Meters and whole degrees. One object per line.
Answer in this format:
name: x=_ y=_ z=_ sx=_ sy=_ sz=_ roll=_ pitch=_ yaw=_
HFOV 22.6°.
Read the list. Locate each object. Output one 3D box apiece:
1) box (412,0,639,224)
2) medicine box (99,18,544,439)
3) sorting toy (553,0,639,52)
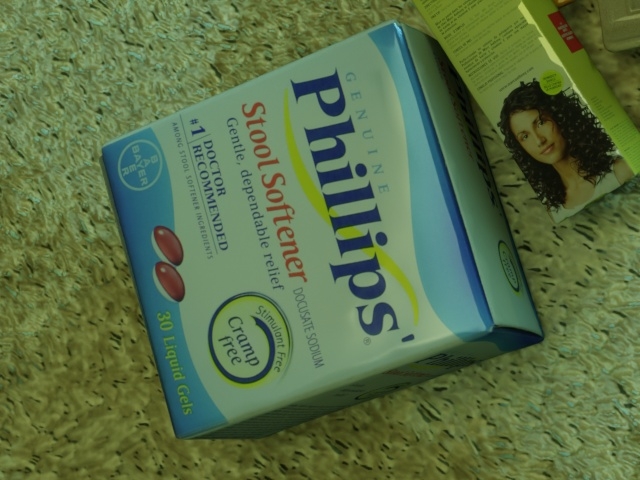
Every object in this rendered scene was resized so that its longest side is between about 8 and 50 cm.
box: x=0.165 y=-0.135 z=1.269 sx=0.087 sy=0.058 sz=0.232 roll=-36 pitch=85 yaw=34
medicine box: x=0.000 y=0.000 z=1.321 sx=0.289 sy=0.149 sz=0.264 roll=-22 pitch=76 yaw=22
sorting toy: x=0.302 y=-0.253 z=1.268 sx=0.347 sy=0.047 sz=0.196 roll=-10 pitch=77 yaw=23
